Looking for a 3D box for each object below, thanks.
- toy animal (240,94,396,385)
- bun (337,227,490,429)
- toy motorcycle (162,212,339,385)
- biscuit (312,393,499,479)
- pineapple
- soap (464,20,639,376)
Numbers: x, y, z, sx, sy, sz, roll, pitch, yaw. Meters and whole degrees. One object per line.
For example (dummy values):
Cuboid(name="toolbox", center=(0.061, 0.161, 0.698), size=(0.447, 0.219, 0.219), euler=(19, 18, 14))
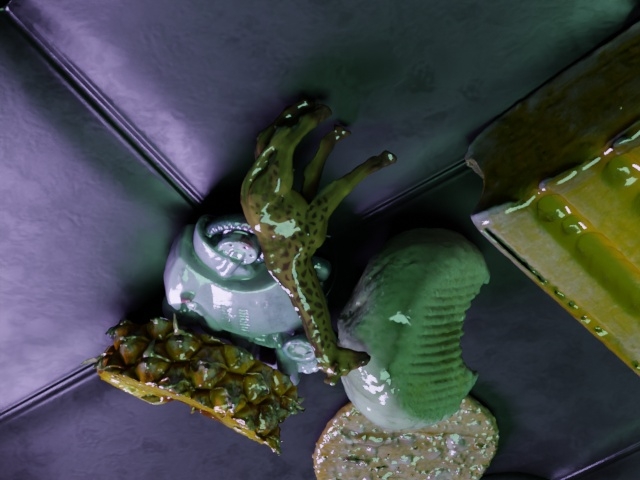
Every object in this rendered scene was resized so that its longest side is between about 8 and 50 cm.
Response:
Cuboid(name="toy animal", center=(-0.009, -0.001, 1.739), size=(0.149, 0.275, 0.054), euler=(7, 176, -21))
Cuboid(name="bun", center=(0.087, 0.088, 1.861), size=(0.126, 0.212, 0.204), euler=(19, 172, 32))
Cuboid(name="toy motorcycle", center=(-0.084, 0.058, 1.859), size=(0.171, 0.110, 0.260), euler=(-6, 142, 22))
Cuboid(name="biscuit", center=(0.098, 0.239, 2.079), size=(0.220, 0.033, 0.219), euler=(-4, 131, -4))
Cuboid(name="pineapple", center=(-0.138, 0.137, 1.858), size=(0.233, 0.079, 0.135), euler=(14, 154, 17))
Cuboid(name="soap", center=(0.350, -0.036, 1.774), size=(0.293, 0.156, 0.335), euler=(-34, 127, 26))
